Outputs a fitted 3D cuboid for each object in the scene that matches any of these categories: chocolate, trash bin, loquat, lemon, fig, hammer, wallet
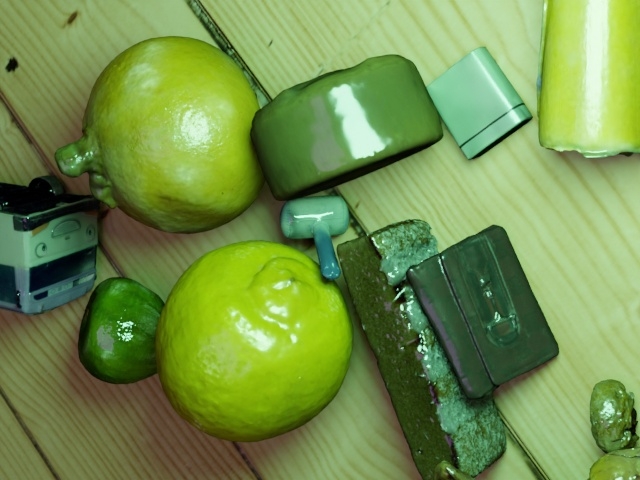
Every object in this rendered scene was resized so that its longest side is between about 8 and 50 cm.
[{"bbox_3d":[0.377,-0.334,1.428,0.162,0.162,0.446,4,99,30],"label":"chocolate"},{"bbox_3d":[0.236,-0.205,1.580,0.116,0.059,0.130,-36,81,30],"label":"trash bin"},{"bbox_3d":[-0.259,-0.164,1.724,0.328,0.359,0.329,44,142,48],"label":"loquat"},{"bbox_3d":[-0.112,0.169,1.725,0.347,0.348,0.348,8,105,30],"label":"lemon"},{"bbox_3d":[-0.331,0.180,1.980,0.235,0.203,0.203,15,115,-15],"label":"fig"},{"bbox_3d":[0.000,0.000,1.691,0.116,0.194,0.070,-4,129,-9],"label":"hammer"},{"bbox_3d":[0.250,0.108,1.593,0.229,0.181,0.049,65,161,-1],"label":"wallet"}]

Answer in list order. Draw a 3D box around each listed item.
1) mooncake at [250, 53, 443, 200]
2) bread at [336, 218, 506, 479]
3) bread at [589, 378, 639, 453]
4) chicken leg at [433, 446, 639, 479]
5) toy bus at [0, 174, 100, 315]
[{"bbox_3d":[0.034,-0.171,1.582,0.284,0.284,0.156,-23,90,33],"label":"mooncake"},{"bbox_3d":[0.166,0.174,1.652,0.113,0.165,0.417,-20,92,38],"label":"bread"},{"bbox_3d":[0.437,0.267,1.559,0.060,0.082,0.113,-6,102,29],"label":"bread"},{"bbox_3d":[0.368,0.398,1.536,0.409,0.182,0.295,28,110,1],"label":"chicken leg"},{"bbox_3d":[-0.654,0.001,2.078,0.439,0.209,0.250,9,107,30],"label":"toy bus"}]
